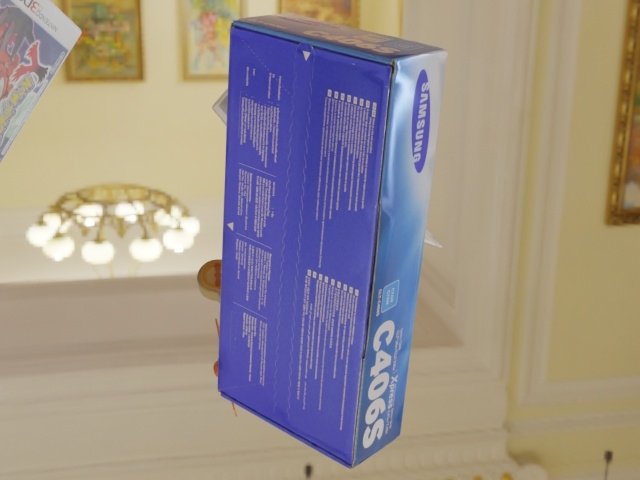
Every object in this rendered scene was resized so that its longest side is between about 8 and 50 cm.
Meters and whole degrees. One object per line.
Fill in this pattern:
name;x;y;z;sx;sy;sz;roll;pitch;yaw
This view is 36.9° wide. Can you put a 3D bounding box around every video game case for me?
video game case;-0.329;-0.161;0.947;0.023;0.201;0.183;30;176;13

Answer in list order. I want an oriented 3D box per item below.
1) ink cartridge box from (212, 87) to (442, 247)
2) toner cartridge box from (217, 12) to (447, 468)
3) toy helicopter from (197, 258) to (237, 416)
ink cartridge box;0.013;-0.087;1.372;0.296;0.066;0.261;51;-163;29
toner cartridge box;0.000;0.000;0.800;0.165;0.347;0.075;22;-151;34
toy helicopter;-0.134;0.176;1.837;0.235;0.140;0.355;-34;-119;-17
